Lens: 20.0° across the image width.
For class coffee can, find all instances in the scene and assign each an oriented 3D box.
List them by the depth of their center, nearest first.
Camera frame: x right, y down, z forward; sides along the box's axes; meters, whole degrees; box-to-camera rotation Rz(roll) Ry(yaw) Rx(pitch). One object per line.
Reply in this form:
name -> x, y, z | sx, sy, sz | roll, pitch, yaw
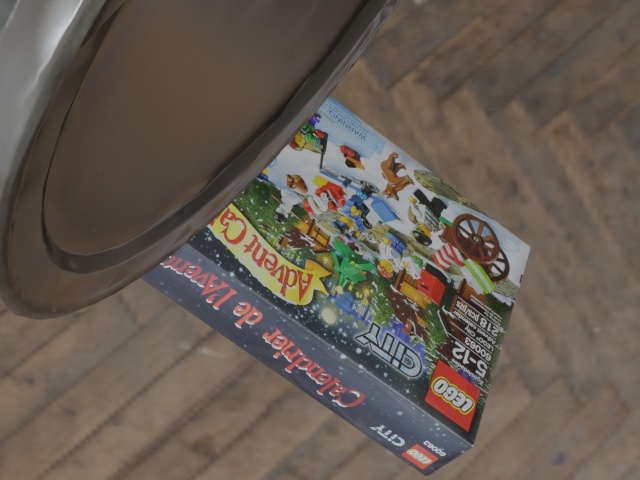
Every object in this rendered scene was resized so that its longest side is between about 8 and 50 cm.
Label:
coffee can -> -0.112, -0.143, 0.458 | 0.275, 0.201, 0.201 | 38, 64, 11

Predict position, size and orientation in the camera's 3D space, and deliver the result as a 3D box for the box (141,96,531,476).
box -> 0.000, 0.000, 0.988 | 0.233, 0.044, 0.159 | 36, 44, -14
